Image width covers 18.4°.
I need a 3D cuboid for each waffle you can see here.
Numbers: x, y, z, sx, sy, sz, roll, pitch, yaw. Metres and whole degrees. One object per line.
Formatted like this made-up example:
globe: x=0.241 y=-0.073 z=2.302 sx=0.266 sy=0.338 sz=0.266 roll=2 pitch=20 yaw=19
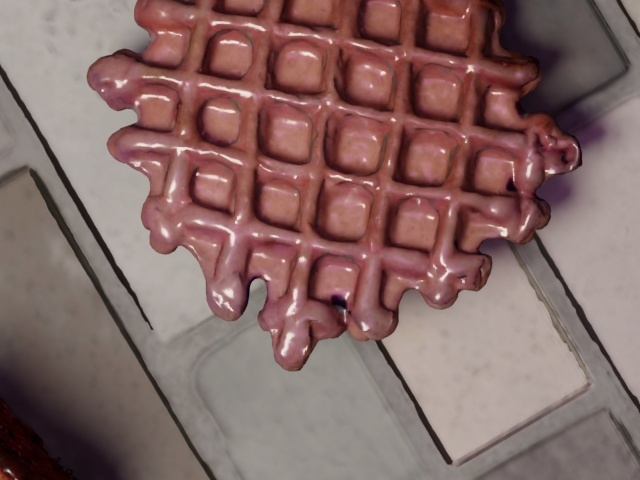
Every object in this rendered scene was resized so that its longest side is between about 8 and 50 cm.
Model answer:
waffle: x=0.003 y=-0.063 z=1.000 sx=0.221 sy=0.055 sz=0.234 roll=-33 pitch=79 yaw=-8

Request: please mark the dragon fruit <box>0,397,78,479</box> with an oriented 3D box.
dragon fruit: x=-0.187 y=0.141 z=1.003 sx=0.161 sy=0.120 sz=0.127 roll=42 pitch=99 yaw=-5
